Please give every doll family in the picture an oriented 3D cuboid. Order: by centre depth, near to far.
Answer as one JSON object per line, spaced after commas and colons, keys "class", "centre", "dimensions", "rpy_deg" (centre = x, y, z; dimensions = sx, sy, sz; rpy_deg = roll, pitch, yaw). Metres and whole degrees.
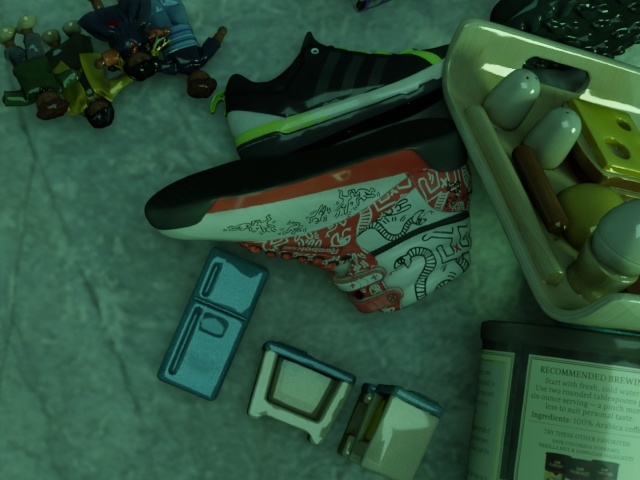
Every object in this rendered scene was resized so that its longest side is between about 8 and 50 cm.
{"class": "doll family", "centre": [-0.170, -0.150, 1.025], "dimensions": [0.193, 0.076, 0.111], "rpy_deg": [-28, 69, -4]}

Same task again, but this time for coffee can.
{"class": "coffee can", "centre": [0.206, 0.210, 0.935], "dimensions": [0.201, 0.201, 0.275], "rpy_deg": [8, 86, -6]}

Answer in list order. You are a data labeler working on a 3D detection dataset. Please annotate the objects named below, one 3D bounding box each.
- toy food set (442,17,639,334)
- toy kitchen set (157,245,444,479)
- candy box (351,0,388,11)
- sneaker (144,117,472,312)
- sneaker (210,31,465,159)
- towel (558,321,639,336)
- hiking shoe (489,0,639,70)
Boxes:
{"class": "toy food set", "centre": [0.240, -0.047, 0.956], "dimensions": [0.219, 0.092, 0.306], "rpy_deg": [10, 44, -29]}
{"class": "toy kitchen set", "centre": [-0.013, 0.094, 0.973], "dimensions": [0.207, 0.166, 0.122], "rpy_deg": [23, 82, -4]}
{"class": "candy box", "centre": [0.103, -0.273, 1.009], "dimensions": [0.164, 0.196, 0.070], "rpy_deg": [-23, 87, -8]}
{"class": "sneaker", "centre": [0.001, 0.000, 0.995], "dimensions": [0.270, 0.090, 0.145], "rpy_deg": [-15, 113, -15]}
{"class": "sneaker", "centre": [0.021, -0.141, 1.043], "dimensions": [0.234, 0.084, 0.097], "rpy_deg": [-22, 85, -9]}
{"class": "towel", "centre": [0.324, 0.167, 1.070], "dimensions": [0.271, 0.040, 0.370], "rpy_deg": [13, 85, -4]}
{"class": "hiking shoe", "centre": [0.274, -0.259, 1.090], "dimensions": [0.304, 0.113, 0.132], "rpy_deg": [-28, 58, -2]}
